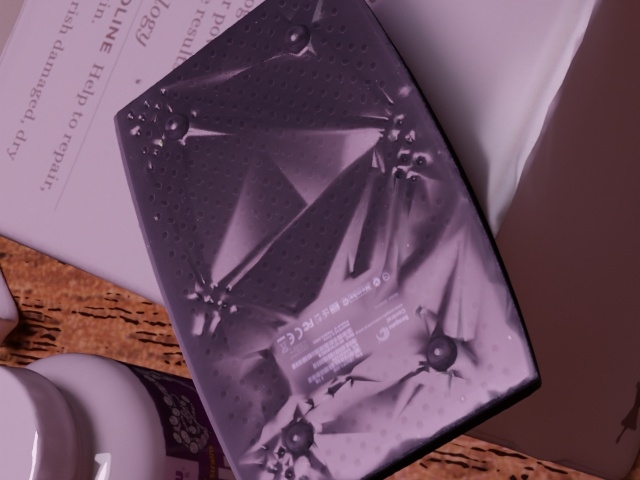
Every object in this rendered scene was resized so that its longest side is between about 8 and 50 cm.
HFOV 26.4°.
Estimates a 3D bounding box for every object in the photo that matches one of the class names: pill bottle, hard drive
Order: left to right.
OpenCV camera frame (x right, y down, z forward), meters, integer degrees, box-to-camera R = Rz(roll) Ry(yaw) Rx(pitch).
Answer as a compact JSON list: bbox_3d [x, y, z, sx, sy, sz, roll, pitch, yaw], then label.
[{"bbox_3d":[-0.145,0.172,0.978,0.169,0.301,0.169,-9,72,30],"label":"pill bottle"},{"bbox_3d":[0.000,0.000,0.684,0.172,0.054,0.254,-34,61,20],"label":"hard drive"}]

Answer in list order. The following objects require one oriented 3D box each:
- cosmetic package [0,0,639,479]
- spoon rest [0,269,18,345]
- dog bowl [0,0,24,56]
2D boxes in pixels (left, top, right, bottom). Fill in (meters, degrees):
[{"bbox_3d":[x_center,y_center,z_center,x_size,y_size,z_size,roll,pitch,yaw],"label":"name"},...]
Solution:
[{"bbox_3d":[0.039,-0.073,0.914,0.394,0.329,0.327,21,87,34],"label":"cosmetic package"},{"bbox_3d":[-0.357,0.029,1.301,0.137,0.084,0.276,-53,43,8],"label":"spoon rest"},{"bbox_3d":[-0.224,-0.228,1.259,0.265,0.104,0.265,-9,72,30],"label":"dog bowl"}]
